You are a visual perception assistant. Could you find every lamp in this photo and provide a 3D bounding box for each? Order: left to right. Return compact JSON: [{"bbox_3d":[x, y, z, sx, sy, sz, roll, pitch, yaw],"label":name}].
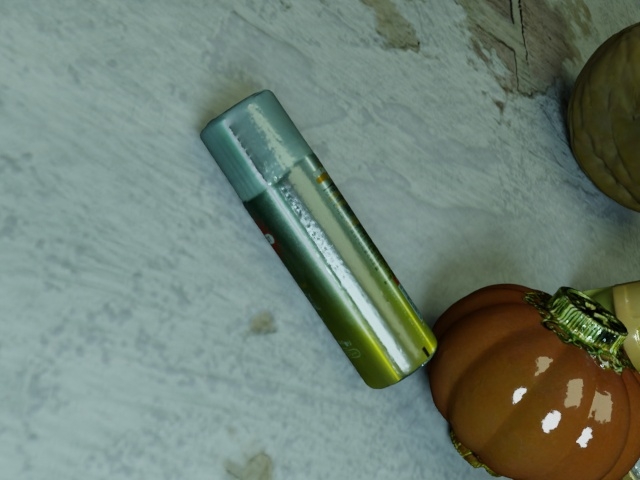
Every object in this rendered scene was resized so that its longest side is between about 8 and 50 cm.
[{"bbox_3d":[0.210,0.142,0.631,0.223,0.197,0.223,27,22,-12],"label":"lamp"}]

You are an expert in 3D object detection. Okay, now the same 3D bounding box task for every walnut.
[{"bbox_3d":[0.552,-0.186,0.996,0.332,0.333,0.333,16,62,-34],"label":"walnut"}]

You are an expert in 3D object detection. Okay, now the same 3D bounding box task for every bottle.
[{"bbox_3d":[0.000,0.000,0.589,0.082,0.082,0.286,-40,99,-42],"label":"bottle"}]

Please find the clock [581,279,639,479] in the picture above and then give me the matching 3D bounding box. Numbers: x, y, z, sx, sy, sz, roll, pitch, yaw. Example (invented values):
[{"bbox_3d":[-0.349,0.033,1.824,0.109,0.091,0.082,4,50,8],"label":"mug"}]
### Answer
[{"bbox_3d":[0.482,0.199,0.810,0.200,0.244,0.317,6,71,-55],"label":"clock"}]
